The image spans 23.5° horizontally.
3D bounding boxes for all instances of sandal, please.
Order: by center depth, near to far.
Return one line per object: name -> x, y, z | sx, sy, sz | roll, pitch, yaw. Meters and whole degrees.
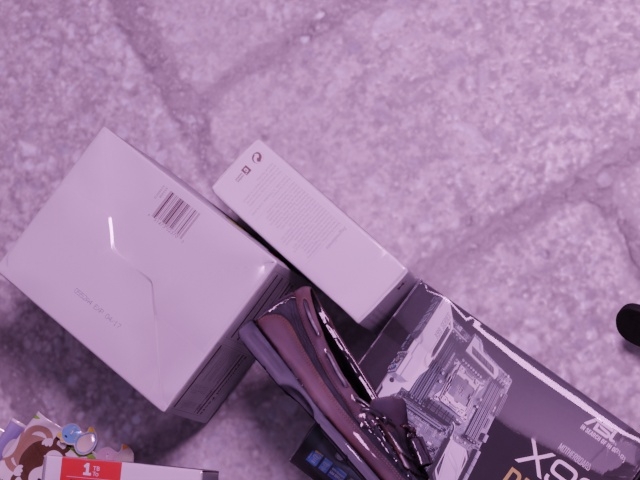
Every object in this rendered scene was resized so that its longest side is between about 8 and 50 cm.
sandal -> 0.380, 0.117, 1.564 | 0.179, 0.067, 0.040 | 20, 44, 25

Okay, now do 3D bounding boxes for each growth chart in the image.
growth chart -> -0.317, 0.283, 1.759 | 0.237, 0.021, 0.172 | 21, 85, 16

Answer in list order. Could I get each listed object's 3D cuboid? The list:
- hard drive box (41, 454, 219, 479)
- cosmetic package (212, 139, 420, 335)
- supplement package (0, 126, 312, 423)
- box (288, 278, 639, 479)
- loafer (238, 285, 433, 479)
hard drive box -> -0.216, 0.356, 1.667 | 0.181, 0.089, 0.232 | 3, 81, 9
cosmetic package -> 0.000, 0.000, 1.689 | 0.231, 0.117, 0.085 | 43, 92, 21
supplement package -> -0.182, 0.040, 1.712 | 0.262, 0.145, 0.204 | 37, 90, 19
box -> 0.161, 0.226, 1.614 | 0.307, 0.076, 0.242 | 36, 89, 20
loafer -> 0.039, 0.168, 1.568 | 0.095, 0.109, 0.302 | -43, 67, -1
